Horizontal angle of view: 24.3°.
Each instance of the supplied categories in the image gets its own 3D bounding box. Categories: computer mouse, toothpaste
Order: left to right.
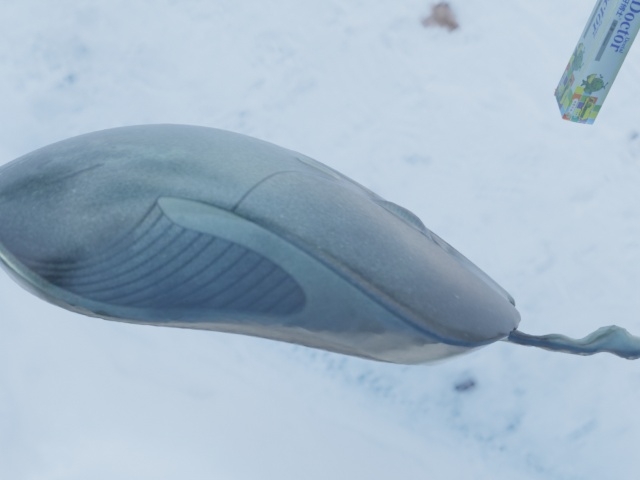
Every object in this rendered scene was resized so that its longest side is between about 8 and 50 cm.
[{"bbox_3d":[0.000,0.000,0.797,0.379,0.167,0.090,12,106,-5],"label":"computer mouse"},{"bbox_3d":[0.252,-0.178,1.307,0.034,0.046,0.164,10,130,-13],"label":"toothpaste"}]
